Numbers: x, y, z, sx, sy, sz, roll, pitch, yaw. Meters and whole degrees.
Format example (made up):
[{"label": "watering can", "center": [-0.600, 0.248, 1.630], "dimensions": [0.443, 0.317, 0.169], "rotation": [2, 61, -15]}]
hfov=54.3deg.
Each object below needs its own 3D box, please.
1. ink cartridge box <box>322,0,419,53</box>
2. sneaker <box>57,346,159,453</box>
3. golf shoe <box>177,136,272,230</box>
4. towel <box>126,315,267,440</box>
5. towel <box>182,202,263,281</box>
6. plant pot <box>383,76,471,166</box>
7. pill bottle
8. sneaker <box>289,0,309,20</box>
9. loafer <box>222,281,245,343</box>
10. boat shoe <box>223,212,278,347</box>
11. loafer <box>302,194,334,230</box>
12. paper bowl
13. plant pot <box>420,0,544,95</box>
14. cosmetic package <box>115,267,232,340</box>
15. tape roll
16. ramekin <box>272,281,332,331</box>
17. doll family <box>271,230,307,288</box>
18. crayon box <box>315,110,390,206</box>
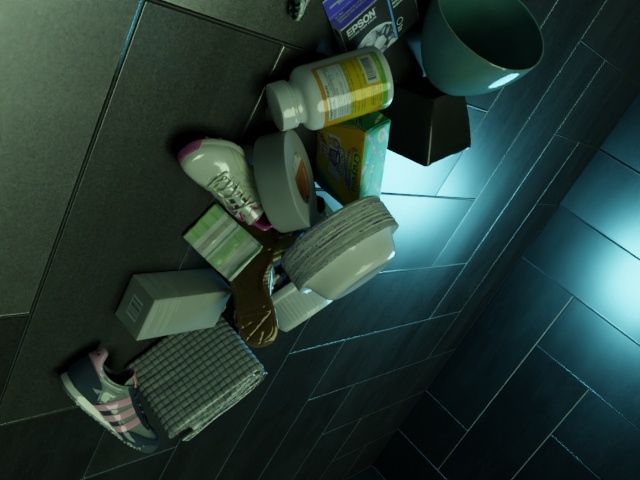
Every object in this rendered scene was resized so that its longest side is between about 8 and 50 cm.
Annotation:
[{"label": "ink cartridge box", "center": [0.116, -0.494, 1.349], "dimensions": [0.206, 0.045, 0.208], "rotation": [-43, 150, -4]}, {"label": "sneaker", "center": [-0.463, 0.384, 1.484], "dimensions": [0.131, 0.112, 0.319], "rotation": [-43, 125, -11]}, {"label": "golf shoe", "center": [-0.177, -0.114, 1.315], "dimensions": [0.115, 0.140, 0.306], "rotation": [-34, 153, 16]}, {"label": "towel", "center": [-0.315, 0.346, 1.609], "dimensions": [0.284, 0.235, 0.121], "rotation": [-37, 158, -15]}, {"label": "towel", "center": [-0.221, 0.005, 1.422], "dimensions": [0.113, 0.152, 0.023], "rotation": [-47, -170, -5]}, {"label": "plant pot", "center": [0.279, -0.325, 1.642], "dimensions": [0.188, 0.187, 0.167], "rotation": [-25, 132, -33]}, {"label": "pill bottle", "center": [0.017, -0.313, 1.317], "dimensions": [0.246, 0.136, 0.136], "rotation": [-20, 143, -14]}, {"label": "sneaker", "center": [-0.021, -0.472, 1.202], "dimensions": [0.069, 0.038, 0.098], "rotation": [-21, 142, -37]}, {"label": "loafer", "center": [-0.223, 0.206, 1.690], "dimensions": [0.095, 0.109, 0.302], "rotation": [-15, 145, -4]}, {"label": "boat shoe", "center": [-0.168, 0.080, 1.512], "dimensions": [0.123, 0.342, 0.123], "rotation": [-10, -175, -8]}, {"label": "loafer", "center": [0.001, -0.067, 1.659], "dimensions": [0.251, 0.094, 0.087], "rotation": [9, 116, -53]}, {"label": "paper bowl", "center": [0.060, 0.033, 1.464], "dimensions": [0.284, 0.148, 0.284], "rotation": [-34, 169, -8]}, {"label": "plant pot", "center": [0.355, -0.463, 1.505], "dimensions": [0.290, 0.290, 0.195], "rotation": [-25, 167, -34]}, {"label": "cosmetic package", "center": [-0.338, 0.145, 1.470], "dimensions": [0.238, 0.107, 0.127], "rotation": [-3, 129, -55]}, {"label": "tape roll", "center": [-0.073, -0.129, 1.370], "dimensions": [0.072, 0.219, 0.219], "rotation": [-10, 153, 14]}, {"label": "ramekin", "center": [-0.059, 0.169, 1.768], "dimensions": [0.207, 0.109, 0.207], "rotation": [-34, 176, -3]}, {"label": "doll family", "center": [-0.122, 0.049, 1.652], "dimensions": [0.163, 0.118, 0.263], "rotation": [-25, 162, -45]}, {"label": "crayon box", "center": [0.072, -0.209, 1.511], "dimensions": [0.081, 0.165, 0.278], "rotation": [-31, 147, -26]}]
